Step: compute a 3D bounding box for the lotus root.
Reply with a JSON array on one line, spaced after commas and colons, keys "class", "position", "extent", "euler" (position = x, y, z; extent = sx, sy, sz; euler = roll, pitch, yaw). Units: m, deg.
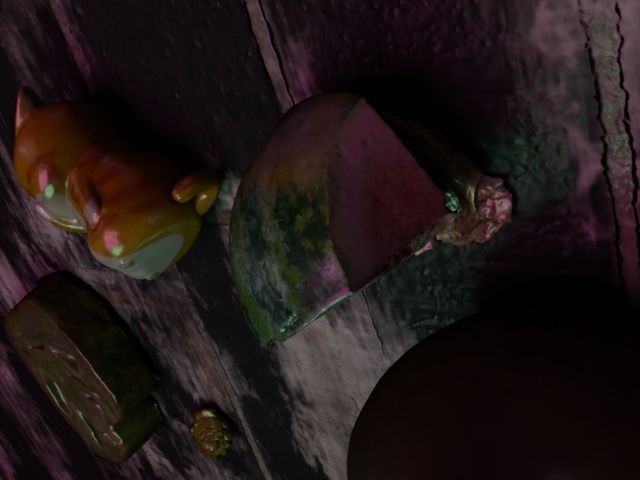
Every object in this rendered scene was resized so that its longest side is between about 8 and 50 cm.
[{"class": "lotus root", "position": [-0.448, 0.231, 1.435], "extent": [0.374, 0.111, 0.391], "euler": [26, 138, 32]}]

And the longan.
[{"class": "longan", "position": [0.190, 0.191, 0.666], "extent": [0.350, 0.288, 0.289], "euler": [-2, 120, 34]}]

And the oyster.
[{"class": "oyster", "position": [0.094, -0.053, 0.722], "extent": [0.165, 0.053, 0.108], "euler": [43, 149, -1]}]

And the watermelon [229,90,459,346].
[{"class": "watermelon", "position": [0.000, 0.000, 0.746], "extent": [0.180, 0.224, 0.305], "euler": [14, 164, -9]}]

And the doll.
[{"class": "doll", "position": [-0.267, -0.066, 0.969], "extent": [0.269, 0.162, 0.167], "euler": [31, 170, 12]}]

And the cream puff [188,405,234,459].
[{"class": "cream puff", "position": [-0.179, 0.318, 1.292], "extent": [0.083, 0.083, 0.058], "euler": [14, 176, 21]}]
